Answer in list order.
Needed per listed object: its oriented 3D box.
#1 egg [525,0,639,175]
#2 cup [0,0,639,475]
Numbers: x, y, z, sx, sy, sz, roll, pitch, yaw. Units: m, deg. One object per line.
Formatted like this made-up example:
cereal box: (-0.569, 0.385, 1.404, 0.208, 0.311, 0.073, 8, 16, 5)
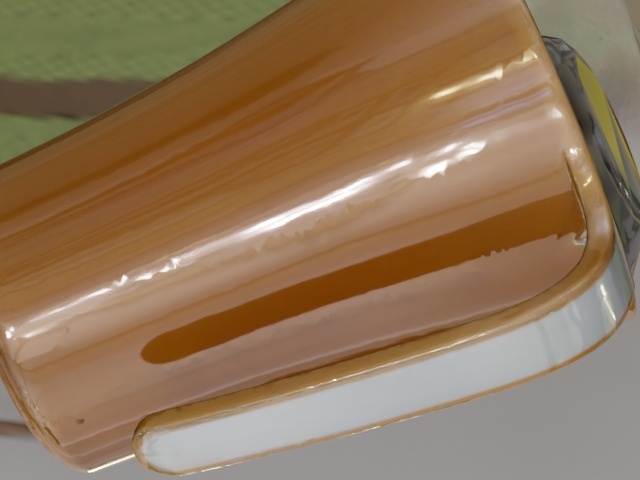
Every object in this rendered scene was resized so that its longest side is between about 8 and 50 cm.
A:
egg: (0.131, -0.082, 1.177, 0.206, 0.271, 0.162, -33, -165, -3)
cup: (0.000, 0.000, 0.736, 0.264, 0.226, 0.182, -23, 123, 2)
